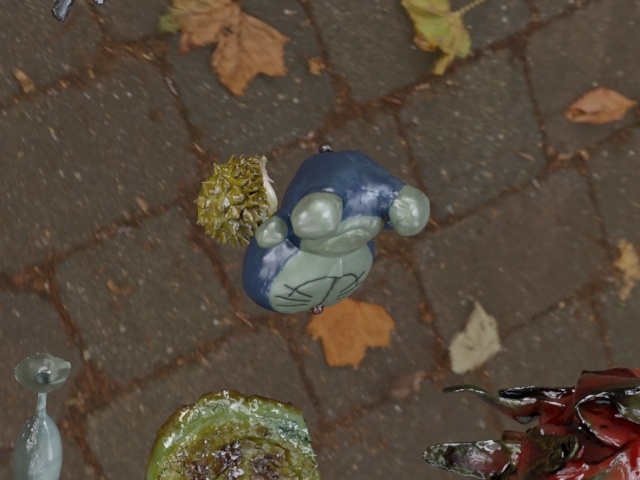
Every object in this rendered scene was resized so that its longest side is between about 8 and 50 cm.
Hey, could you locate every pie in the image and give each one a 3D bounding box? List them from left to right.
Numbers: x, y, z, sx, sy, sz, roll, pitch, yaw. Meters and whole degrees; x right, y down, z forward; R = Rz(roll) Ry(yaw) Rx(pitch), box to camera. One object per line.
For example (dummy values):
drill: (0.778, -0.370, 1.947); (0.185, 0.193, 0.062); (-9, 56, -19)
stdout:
pie: (-0.147, 0.397, 2.002); (0.288, 0.103, 0.355); (-11, 122, -13)

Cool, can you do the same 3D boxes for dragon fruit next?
dragon fruit: (0.204, 0.168, 0.818); (0.274, 0.192, 0.193); (-4, 104, 13)

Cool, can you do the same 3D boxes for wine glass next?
wine glass: (-0.325, 0.222, 1.426); (0.066, 0.066, 0.198); (-2, 130, -21)

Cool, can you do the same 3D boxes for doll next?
doll: (0.000, 0.000, 1.543); (0.228, 0.154, 0.258); (-9, 142, -33)

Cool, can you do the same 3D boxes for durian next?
durian: (-0.108, -0.027, 1.907); (0.140, 0.078, 0.224); (-33, 133, -11)

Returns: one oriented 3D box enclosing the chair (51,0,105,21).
chair: (-0.156, -0.305, 0.963); (0.172, 0.158, 0.247); (40, 78, -20)
